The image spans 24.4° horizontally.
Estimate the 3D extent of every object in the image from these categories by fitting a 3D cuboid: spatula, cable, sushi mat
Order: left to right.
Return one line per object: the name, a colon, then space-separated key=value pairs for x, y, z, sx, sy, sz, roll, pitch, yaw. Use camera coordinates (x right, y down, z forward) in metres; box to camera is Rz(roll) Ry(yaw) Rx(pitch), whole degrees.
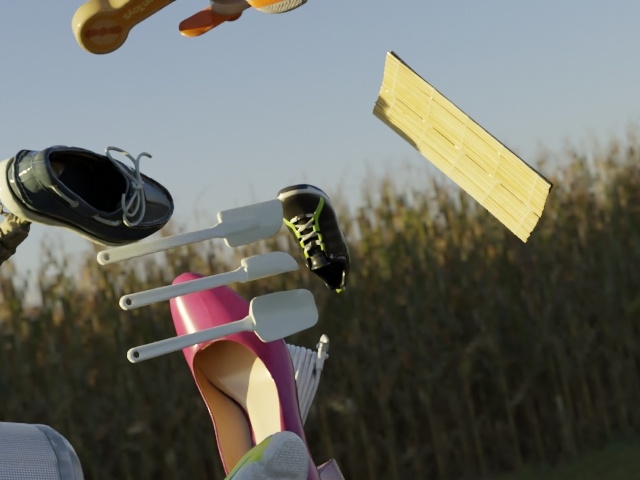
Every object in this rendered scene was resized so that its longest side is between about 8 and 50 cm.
spatula: x=-0.131 y=0.053 z=1.754 sx=0.242 sy=0.168 sz=0.019 roll=-15 pitch=-5 yaw=-24
cable: x=-0.078 y=0.296 z=2.461 sx=0.089 sy=0.257 sz=0.257 roll=21 pitch=-37 yaw=-3
sushi mat: x=0.203 y=-0.136 z=2.153 sx=0.019 sy=0.316 sz=0.151 roll=-40 pitch=-18 yaw=-29

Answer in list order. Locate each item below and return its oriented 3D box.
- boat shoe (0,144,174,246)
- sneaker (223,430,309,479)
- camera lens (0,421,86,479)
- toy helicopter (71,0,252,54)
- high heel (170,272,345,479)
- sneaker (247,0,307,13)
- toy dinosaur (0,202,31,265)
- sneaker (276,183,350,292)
boat shoe: x=-0.235 y=-0.055 z=1.596 sx=0.079 sy=0.095 sz=0.254 roll=-19 pitch=-22 yaw=30
sneaker: x=-0.115 y=0.305 z=1.639 sx=0.126 sy=0.091 sz=0.240 roll=0 pitch=43 yaw=47
camera lens: x=-0.385 y=0.289 z=1.488 sx=0.274 sy=0.219 sz=0.219 roll=9 pitch=-14 yaw=-33
toy helicopter: x=-0.205 y=-0.383 z=2.188 sx=0.355 sy=0.140 sz=0.235 roll=-33 pitch=-43 yaw=6
high heel: x=-0.097 y=0.211 z=1.797 sx=0.127 sy=0.377 sz=0.181 roll=-39 pitch=-7 yaw=26
sneaker: x=0.041 y=-0.424 z=2.083 sx=0.321 sy=0.124 sz=0.180 roll=-11 pitch=26 yaw=7
toy dinosaur: x=-0.501 y=0.009 z=2.192 sx=0.118 sy=0.064 sz=0.268 roll=8 pitch=-45 yaw=-38
sneaker: x=0.000 y=0.000 z=2.523 sx=0.084 sy=0.097 sz=0.234 roll=-21 pitch=-46 yaw=14
